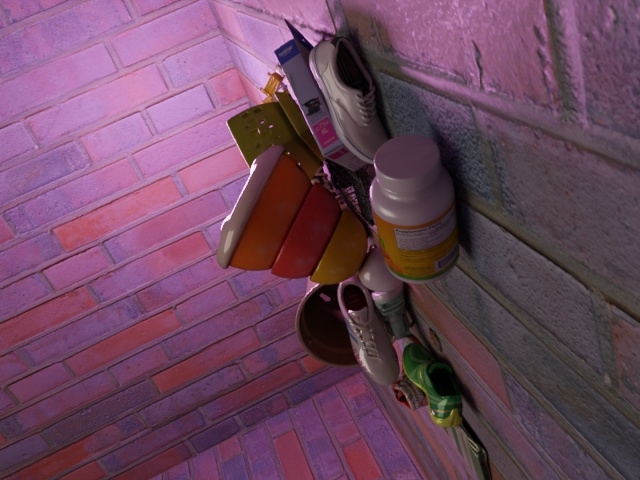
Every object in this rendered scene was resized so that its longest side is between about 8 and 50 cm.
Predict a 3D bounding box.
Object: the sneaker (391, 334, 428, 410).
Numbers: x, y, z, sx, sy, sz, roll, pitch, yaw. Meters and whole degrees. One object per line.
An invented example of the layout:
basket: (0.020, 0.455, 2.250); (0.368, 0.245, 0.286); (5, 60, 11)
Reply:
sneaker: (0.264, 0.393, 1.869); (0.090, 0.144, 0.270); (68, 173, -32)

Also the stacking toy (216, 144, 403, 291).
stacking toy: (0.000, 0.000, 1.628); (0.479, 0.351, 0.350); (26, 176, -5)

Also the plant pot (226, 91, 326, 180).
plant pot: (-0.110, -0.287, 1.850); (0.228, 0.207, 0.227); (40, -162, -55)

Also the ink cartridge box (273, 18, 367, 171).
ink cartridge box: (0.000, -0.308, 1.353); (0.185, 0.065, 0.311); (10, -125, -67)

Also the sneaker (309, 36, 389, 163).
sneaker: (0.066, -0.261, 1.186); (0.258, 0.094, 0.091); (58, 157, -16)

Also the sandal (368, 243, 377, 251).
sandal: (0.172, 0.074, 1.810); (0.072, 0.048, 0.180); (-103, -1, -45)

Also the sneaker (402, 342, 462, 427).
sneaker: (0.312, 0.364, 1.680); (0.296, 0.109, 0.124); (-119, 32, -57)

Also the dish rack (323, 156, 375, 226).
dish rack: (0.078, -0.167, 1.559); (0.271, 0.074, 0.208); (54, 169, 52)

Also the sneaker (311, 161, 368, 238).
sneaker: (-0.013, -0.142, 1.971); (0.447, 0.169, 0.258); (34, 139, 56)

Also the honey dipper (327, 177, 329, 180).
honey dipper: (0.048, -0.144, 2.089); (0.161, 0.030, 0.030); (60, 173, 19)

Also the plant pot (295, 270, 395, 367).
plant pot: (0.074, 0.196, 2.071); (0.305, 0.333, 0.334); (-103, -9, -66)

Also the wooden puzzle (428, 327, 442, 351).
wooden puzzle: (0.305, 0.265, 1.658); (0.049, 0.006, 0.083); (57, 170, 53)

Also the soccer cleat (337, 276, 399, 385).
soccer cleat: (0.127, 0.260, 1.788); (0.143, 0.115, 0.332); (49, -163, -78)

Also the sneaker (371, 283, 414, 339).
sneaker: (0.213, 0.200, 1.753); (0.256, 0.094, 0.151); (44, -155, -79)

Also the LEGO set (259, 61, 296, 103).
LEGO set: (-0.108, -0.469, 1.947); (0.132, 0.107, 0.287); (21, 146, 26)

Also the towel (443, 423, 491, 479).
towel: (0.408, 0.565, 1.879); (0.325, 0.038, 0.248); (55, 170, 47)

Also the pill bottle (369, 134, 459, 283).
pill bottle: (0.156, -0.050, 1.039); (0.136, 0.136, 0.246); (59, 172, 42)
